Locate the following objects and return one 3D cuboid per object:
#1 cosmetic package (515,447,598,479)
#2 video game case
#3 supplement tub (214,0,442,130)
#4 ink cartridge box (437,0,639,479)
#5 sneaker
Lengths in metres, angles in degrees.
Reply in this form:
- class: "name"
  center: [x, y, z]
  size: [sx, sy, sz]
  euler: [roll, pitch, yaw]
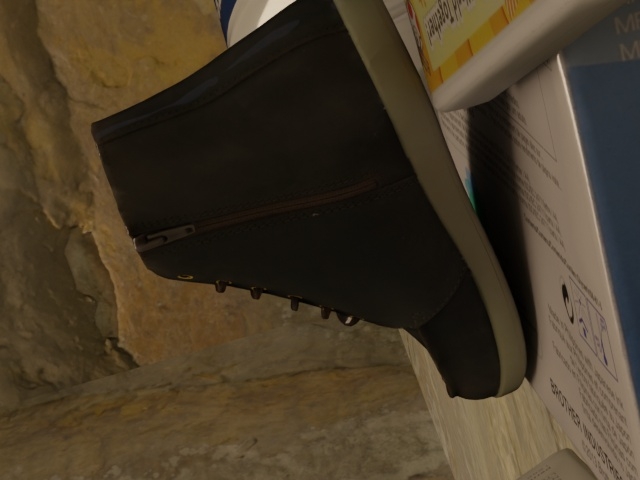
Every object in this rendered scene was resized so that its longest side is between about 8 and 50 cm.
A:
- class: "cosmetic package"
  center: [0.183, 0.293, 1.035]
  size: [0.230, 0.161, 0.453]
  euler: [56, 180, -7]
- class: "video game case"
  center: [0.030, -0.148, 0.495]
  size: [0.227, 0.026, 0.206]
  euler: [151, 103, -85]
- class: "supplement tub"
  center: [0.042, -0.184, 0.988]
  size: [0.228, 0.228, 0.316]
  euler: [79, 175, -64]
- class: "ink cartridge box"
  center: [0.114, -0.122, 0.641]
  size: [0.270, 0.151, 0.395]
  euler: [-117, 10, -72]
- class: "sneaker"
  center: [0.000, 0.000, 0.691]
  size: [0.083, 0.118, 0.222]
  euler: [-110, -5, -45]
